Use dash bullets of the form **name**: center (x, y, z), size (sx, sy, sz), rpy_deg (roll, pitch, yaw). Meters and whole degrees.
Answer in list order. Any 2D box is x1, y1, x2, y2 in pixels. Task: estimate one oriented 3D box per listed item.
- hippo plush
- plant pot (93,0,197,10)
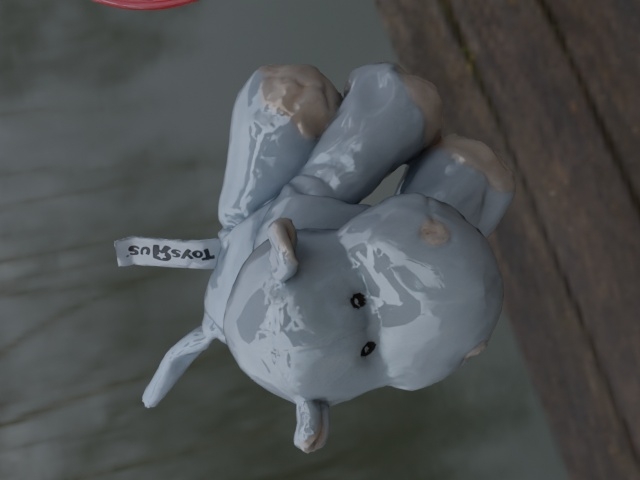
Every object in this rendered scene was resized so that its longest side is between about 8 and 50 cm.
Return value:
- **hippo plush**: center (0.000, 0.000, 1.082), size (0.236, 0.294, 0.234), rpy_deg (-110, 9, -81)
- **plant pot**: center (-0.120, -0.281, 1.150), size (0.174, 0.191, 0.191), rpy_deg (-84, -1, -57)
